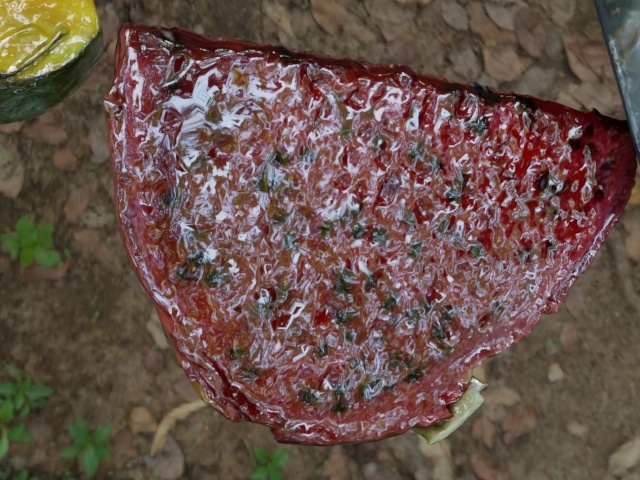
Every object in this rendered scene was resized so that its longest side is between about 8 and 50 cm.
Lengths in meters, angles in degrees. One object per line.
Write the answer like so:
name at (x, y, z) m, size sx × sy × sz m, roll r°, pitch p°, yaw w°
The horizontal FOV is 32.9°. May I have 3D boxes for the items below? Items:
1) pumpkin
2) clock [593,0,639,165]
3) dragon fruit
pumpkin at (-0.392, -0.252, 1.180) m, size 0.303 × 0.225 × 0.257 m, roll 7°, pitch 79°, yaw -18°
clock at (0.222, -0.090, 0.693) m, size 0.055 × 0.281 × 0.281 m, roll -15°, pitch 124°, yaw 17°
dragon fruit at (0.000, 0.000, 0.613) m, size 0.316 × 0.152 × 0.205 m, roll 8°, pitch 97°, yaw -29°
